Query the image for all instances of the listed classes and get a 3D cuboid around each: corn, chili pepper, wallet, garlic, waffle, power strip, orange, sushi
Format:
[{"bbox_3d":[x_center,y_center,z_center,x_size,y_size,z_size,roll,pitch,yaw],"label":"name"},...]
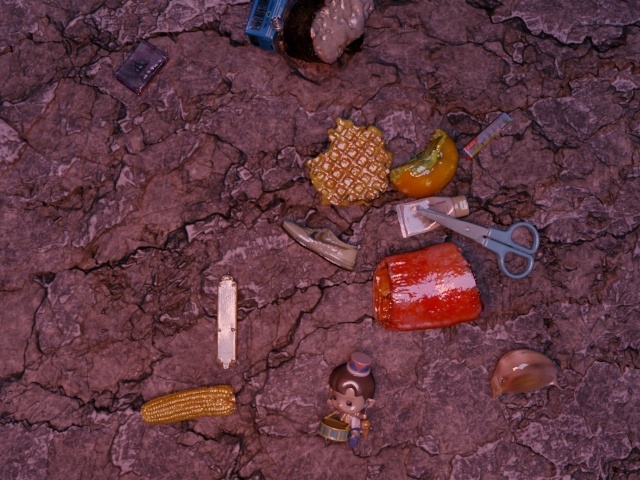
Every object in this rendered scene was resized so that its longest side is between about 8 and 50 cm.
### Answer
[{"bbox_3d":[-0.403,0.505,1.558,0.292,0.101,0.101,-10,85,-1],"label":"corn"},{"bbox_3d":[0.316,0.145,1.572,0.306,0.229,0.251,-9,101,-5],"label":"chili pepper"},{"bbox_3d":[-0.593,-0.573,1.690,0.111,0.030,0.165,36,82,6],"label":"wallet"},{"bbox_3d":[0.683,0.417,1.632,0.267,0.148,0.128,1,47,1],"label":"garlic"},{"bbox_3d":[0.096,-0.250,1.683,0.282,0.058,0.300,11,82,-4],"label":"waffle"},{"bbox_3d":[-0.294,0.250,1.615,0.064,0.044,0.305,0,85,-3],"label":"power strip"},{"bbox_3d":[0.346,-0.229,1.631,0.237,0.179,0.158,-43,93,-14],"label":"orange"},{"bbox_3d":[0.030,-0.712,1.650,0.348,0.208,0.234,-58,134,-15],"label":"sushi"}]

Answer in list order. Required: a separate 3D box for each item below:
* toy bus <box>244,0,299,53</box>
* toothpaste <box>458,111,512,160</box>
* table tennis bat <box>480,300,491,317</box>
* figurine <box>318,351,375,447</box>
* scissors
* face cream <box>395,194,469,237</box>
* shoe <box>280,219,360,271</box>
[{"bbox_3d":[-0.159,-0.762,1.693,0.134,0.113,0.246,16,85,4],"label":"toy bus"},{"bbox_3d":[0.556,-0.352,1.712,0.193,0.070,0.044,-42,89,-7],"label":"toothpaste"},{"bbox_3d":[0.529,0.215,1.683,0.050,0.007,0.083,-32,89,-5],"label":"table tennis bat"},{"bbox_3d":[0.086,0.474,1.554,0.161,0.158,0.275,7,84,37],"label":"figurine"},{"bbox_3d":[0.509,-0.022,1.655,0.447,0.029,0.192,20,86,-12],"label":"scissors"},{"bbox_3d":[0.369,-0.089,1.684,0.224,0.070,0.114,-13,85,4],"label":"face cream"},{"bbox_3d":[0.000,0.000,1.632,0.275,0.103,0.098,29,82,-6],"label":"shoe"}]
